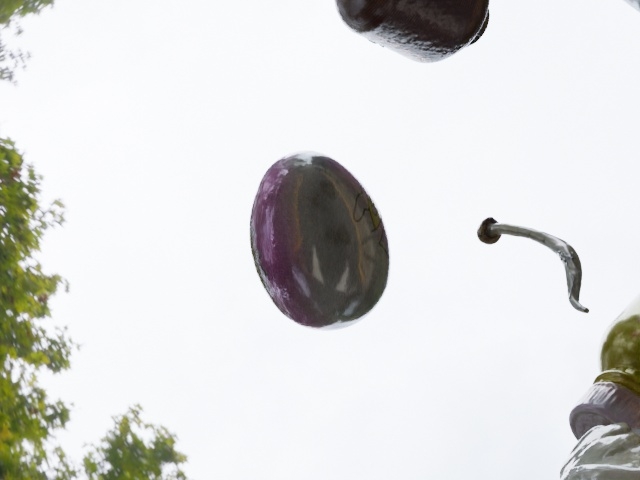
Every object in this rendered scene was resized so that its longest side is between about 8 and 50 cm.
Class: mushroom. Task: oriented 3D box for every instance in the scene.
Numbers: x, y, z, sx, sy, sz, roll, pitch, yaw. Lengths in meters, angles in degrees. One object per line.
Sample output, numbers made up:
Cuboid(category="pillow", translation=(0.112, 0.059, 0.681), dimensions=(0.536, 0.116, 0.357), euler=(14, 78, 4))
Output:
Cuboid(category="mushroom", translation=(0.297, 0.021, 1.104), dimensions=(0.043, 0.306, 0.068), euler=(29, -83, -23))

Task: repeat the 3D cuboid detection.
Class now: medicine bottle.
Cuboid(category="medicine bottle", translation=(0.323, 0.123, 0.786), dimensions=(0.212, 0.121, 0.122), euler=(-35, -68, -31))

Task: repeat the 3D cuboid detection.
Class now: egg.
Cuboid(category="egg", translation=(0.000, 0.000, 1.122), dimensions=(0.196, 0.196, 0.271), euler=(-19, -56, -23))

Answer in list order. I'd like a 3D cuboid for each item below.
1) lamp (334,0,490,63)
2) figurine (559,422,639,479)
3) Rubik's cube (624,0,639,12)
Cuboid(category="lamp", translation=(0.128, -0.347, 1.134), dimensions=(0.258, 0.180, 0.180), euler=(16, -89, -32))
Cuboid(category="figurine", translation=(0.285, 0.214, 0.603), dimensions=(0.182, 0.256, 0.145), euler=(24, -104, -49))
Cuboid(category="Rubik's cube", translation=(0.388, -0.321, 0.716), dimensions=(0.237, 0.238, 0.237), euler=(-35, -34, 0))
